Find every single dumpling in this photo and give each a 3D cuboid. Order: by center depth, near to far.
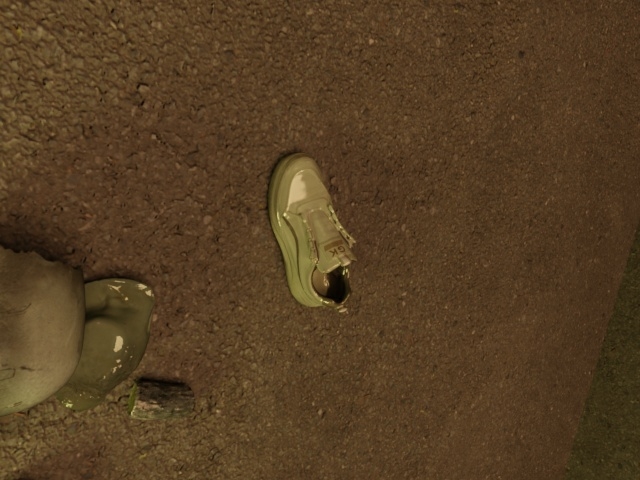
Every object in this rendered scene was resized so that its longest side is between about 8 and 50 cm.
[{"bbox_3d":[-0.340,0.157,0.712,0.152,0.108,0.219,29,82,-35],"label":"dumpling"}]

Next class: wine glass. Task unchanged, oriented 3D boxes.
[{"bbox_3d":[-0.420,0.165,0.570,0.237,0.238,0.323,18,79,-35],"label":"wine glass"}]

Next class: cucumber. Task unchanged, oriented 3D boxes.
[{"bbox_3d":[-0.274,0.280,0.813,0.111,0.064,0.064,17,92,-35],"label":"cucumber"}]

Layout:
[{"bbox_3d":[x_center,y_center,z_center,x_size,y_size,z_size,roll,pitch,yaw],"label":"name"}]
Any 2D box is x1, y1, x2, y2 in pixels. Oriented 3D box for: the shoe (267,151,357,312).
[{"bbox_3d":[0.000,0.000,0.871,0.124,0.159,0.317,-22,116,-26],"label":"shoe"}]
